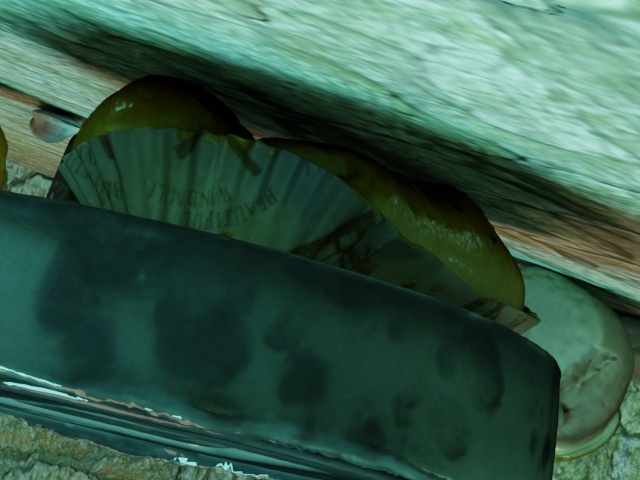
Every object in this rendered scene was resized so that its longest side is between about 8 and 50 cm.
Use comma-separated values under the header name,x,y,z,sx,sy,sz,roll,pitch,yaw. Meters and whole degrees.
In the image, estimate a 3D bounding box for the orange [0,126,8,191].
name,x,y,z,sx,sy,sz,roll,pitch,yaw
orange,-0.278,-0.070,1.123,0.160,0.112,0.170,8,-160,9

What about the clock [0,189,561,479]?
name,x,y,z,sx,sy,sz,roll,pitch,yaw
clock,-0.063,0.049,0.700,0.325,0.067,0.325,13,170,2

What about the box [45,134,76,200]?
name,x,y,z,sx,sy,sz,roll,pitch,yaw
box,-0.125,0.021,1.282,0.193,0.167,0.294,21,177,-13

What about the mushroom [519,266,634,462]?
name,x,y,z,sx,sy,sz,roll,pitch,yaw
mushroom,0.149,0.083,1.141,0.108,0.096,0.247,-23,157,10

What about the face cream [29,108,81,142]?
name,x,y,z,sx,sy,sz,roll,pitch,yaw
face cream,-0.186,-0.079,1.229,0.038,0.020,0.115,21,176,-12

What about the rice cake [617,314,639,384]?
name,x,y,z,sx,sy,sz,roll,pitch,yaw
rice cake,0.274,0.097,1.316,0.127,0.043,0.237,17,177,36

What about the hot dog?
name,x,y,z,sx,sy,sz,roll,pitch,yaw
hot dog,0.000,0.000,0.775,0.162,0.082,0.270,9,169,27
